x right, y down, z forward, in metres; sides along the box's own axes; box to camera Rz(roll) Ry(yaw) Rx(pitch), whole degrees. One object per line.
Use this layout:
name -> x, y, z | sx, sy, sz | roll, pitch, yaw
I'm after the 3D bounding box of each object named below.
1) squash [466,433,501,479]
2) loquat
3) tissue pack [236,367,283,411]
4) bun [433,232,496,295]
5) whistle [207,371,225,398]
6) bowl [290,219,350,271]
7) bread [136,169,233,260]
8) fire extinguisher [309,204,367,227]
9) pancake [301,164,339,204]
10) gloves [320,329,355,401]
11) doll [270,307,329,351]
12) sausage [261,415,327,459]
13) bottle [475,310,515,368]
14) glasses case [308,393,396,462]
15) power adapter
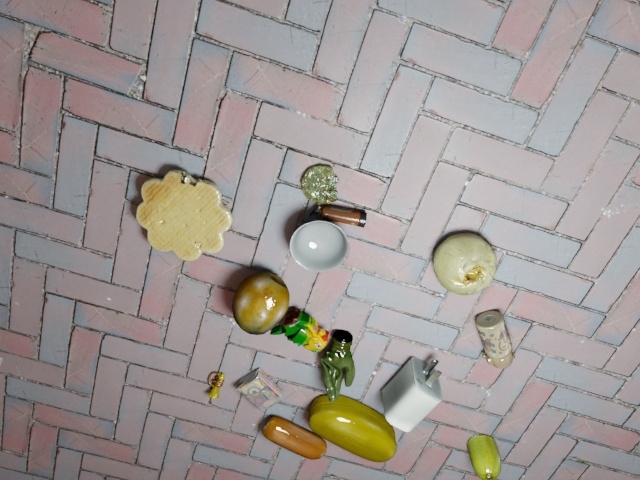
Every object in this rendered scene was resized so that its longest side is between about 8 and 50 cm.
squash -> 0.640, 0.850, 2.054 | 0.123, 0.186, 0.122 | 1, 111, 3
loquat -> -0.202, 0.209, 1.762 | 0.179, 0.179, 0.227 | 30, 111, -13
tissue pack -> -0.227, 0.567, 2.008 | 0.109, 0.060, 0.148 | -34, 110, 19
bun -> 0.466, 0.088, 1.694 | 0.223, 0.127, 0.222 | 1, 115, 3
whistle -> -0.397, 0.543, 2.023 | 0.046, 0.057, 0.109 | -1, 118, -49
bowl -> 0.000, 0.000, 1.690 | 0.189, 0.086, 0.188 | 1, 121, 2
bread -> -0.430, -0.078, 1.686 | 0.317, 0.054, 0.315 | 1, 117, 1
fire extinguisher -> 0.056, -0.078, 1.670 | 0.178, 0.050, 0.062 | 10, 140, -2
pancake -> -0.001, -0.170, 1.638 | 0.116, 0.022, 0.129 | 4, 118, 3
gloves -> 0.063, 0.451, 1.914 | 0.136, 0.107, 0.267 | 7, 100, -10
doll -> -0.061, 0.319, 1.847 | 0.186, 0.106, 0.134 | 31, 120, -13
sausage -> -0.100, 0.780, 2.092 | 0.275, 0.105, 0.105 | 30, 115, -13
bottle -> 0.602, 0.353, 1.842 | 0.110, 0.097, 0.209 | -18, 115, 12
glasses case -> 0.134, 0.722, 2.029 | 0.371, 0.141, 0.173 | 31, 114, -13
power adapter -> 0.343, 0.529, 1.895 | 0.124, 0.187, 0.255 | 30, 114, -14
